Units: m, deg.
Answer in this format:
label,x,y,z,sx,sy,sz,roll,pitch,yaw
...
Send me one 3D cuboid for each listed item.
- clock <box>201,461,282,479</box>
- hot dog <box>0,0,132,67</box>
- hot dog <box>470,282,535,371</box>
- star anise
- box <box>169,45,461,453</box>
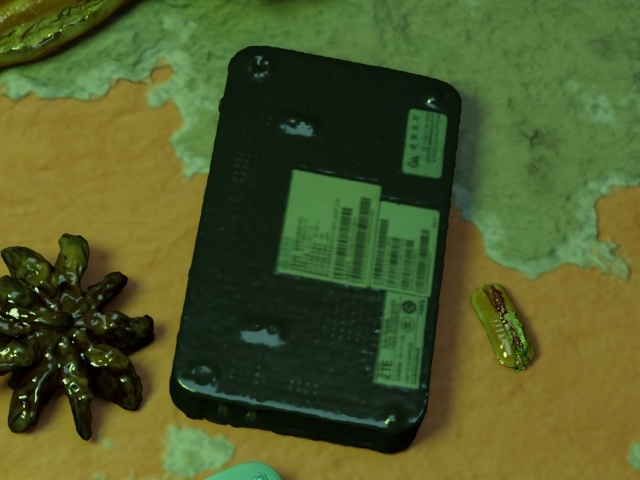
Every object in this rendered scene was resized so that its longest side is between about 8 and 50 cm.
label,x,y,z,sx,sy,sz,roll,pitch,yaw
clock,-0.084,0.238,1.487,0.147,0.045,0.108,-19,64,-19
hot dog,-0.248,-0.220,1.710,0.269,0.072,0.115,-25,66,-24
hot dog,0.155,0.071,1.642,0.037,0.021,0.083,-19,64,-19
star anise,-0.239,0.074,1.534,0.234,0.073,0.177,-2,66,-19
box,0.000,0.000,1.635,0.211,0.058,0.350,11,59,-5
